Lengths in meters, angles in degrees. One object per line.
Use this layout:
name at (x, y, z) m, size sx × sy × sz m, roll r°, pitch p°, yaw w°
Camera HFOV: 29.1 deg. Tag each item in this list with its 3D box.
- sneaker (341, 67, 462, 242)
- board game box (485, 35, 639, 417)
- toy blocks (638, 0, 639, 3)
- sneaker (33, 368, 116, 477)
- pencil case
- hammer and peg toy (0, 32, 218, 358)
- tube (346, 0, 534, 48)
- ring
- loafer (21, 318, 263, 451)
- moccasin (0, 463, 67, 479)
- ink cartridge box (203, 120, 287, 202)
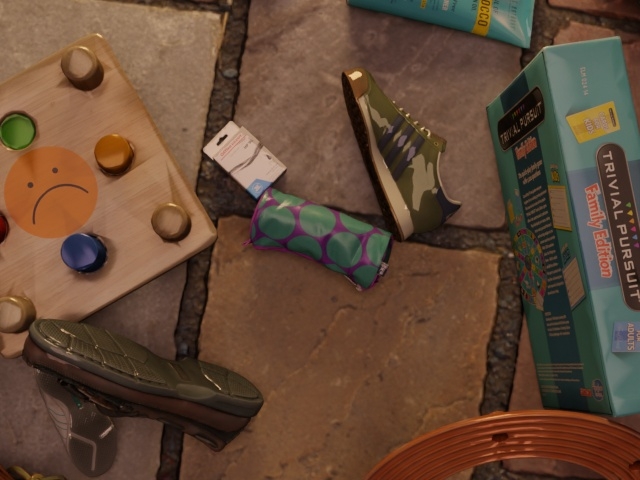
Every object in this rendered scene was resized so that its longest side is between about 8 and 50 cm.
sneaker at (0.090, -0.100, 1.316) m, size 0.086 × 0.064 × 0.192 m, roll -18°, pitch 88°, yaw -9°
board game box at (0.255, -0.002, 1.214) m, size 0.079 × 0.254 × 0.336 m, roll -9°, pitch 85°, yaw -5°
toy blocks at (0.396, -0.349, 1.309) m, size 0.381 × 0.191 × 0.261 m, roll 42°, pitch 95°, yaw 2°
sneaker at (-0.256, 0.174, 1.281) m, size 0.054 × 0.061 × 0.152 m, roll -26°, pitch 106°, yaw -21°
pencil case at (0.000, 0.000, 1.299) m, size 0.152 × 0.064 × 0.070 m, roll 21°, pitch 86°, yaw 0°
hammer and peg toy at (-0.315, -0.014, 1.258) m, size 0.361 × 0.127 × 0.266 m, roll -31°, pitch 88°, yaw -4°
tube at (0.133, -0.265, 1.342) m, size 0.207 × 0.052 × 0.080 m, roll 8°, pitch 91°, yaw -7°
ring at (0.185, 0.271, 1.194) m, size 0.337 × 0.336 × 0.032 m, roll -2°, pitch 40°, yaw -2°
loafer at (-0.178, 0.153, 1.214) m, size 0.267 × 0.096 × 0.084 m, roll 22°, pitch 105°, yaw -35°
moccasin at (-0.286, 0.302, 1.221) m, size 0.147 × 0.139 × 0.380 m, roll -39°, pitch 87°, yaw -6°
ink cartridge box at (-0.082, -0.087, 1.322) m, size 0.083 × 0.028 × 0.048 m, roll 43°, pitch 84°, yaw 3°
